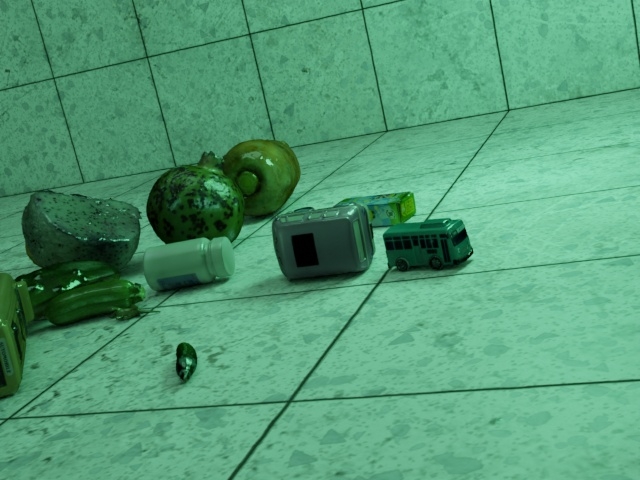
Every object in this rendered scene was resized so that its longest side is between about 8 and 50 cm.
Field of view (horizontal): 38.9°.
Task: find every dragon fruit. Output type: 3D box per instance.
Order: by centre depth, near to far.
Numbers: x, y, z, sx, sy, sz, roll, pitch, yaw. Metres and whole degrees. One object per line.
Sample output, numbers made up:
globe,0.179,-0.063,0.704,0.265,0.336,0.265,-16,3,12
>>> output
dragon fruit,-0.596,0.017,2.273,0.283,0.204,0.221,5,32,-32

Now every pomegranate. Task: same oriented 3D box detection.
pomegranate,-0.309,-0.093,2.309,0.254,0.270,0.254,23,0,0

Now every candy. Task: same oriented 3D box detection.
candy,0.127,-0.073,2.223,0.194,0.062,0.097,-4,17,31

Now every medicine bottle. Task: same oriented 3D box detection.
medicine bottle,-0.292,0.050,2.022,0.187,0.102,0.103,-10,14,11

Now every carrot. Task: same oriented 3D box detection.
carrot,-0.173,-0.188,2.648,0.224,0.224,0.341,-10,8,13

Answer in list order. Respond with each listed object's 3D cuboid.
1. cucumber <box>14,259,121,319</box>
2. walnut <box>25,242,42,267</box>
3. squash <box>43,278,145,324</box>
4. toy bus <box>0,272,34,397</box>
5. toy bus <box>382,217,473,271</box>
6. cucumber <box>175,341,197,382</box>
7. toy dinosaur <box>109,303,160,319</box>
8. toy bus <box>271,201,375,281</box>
cucumber,-0.594,0.099,2.051,0.325,0.105,0.145,-23,-16,-48
walnut,-0.727,0.000,2.519,0.159,0.159,0.206,-9,15,15
squash,-0.485,0.130,1.945,0.219,0.068,0.077,-12,33,0
toy bus,-0.653,0.178,1.703,0.202,0.177,0.365,-12,17,-13
toy bus,0.209,0.005,1.771,0.160,0.091,0.079,-3,18,35
cucumber,-0.222,0.199,1.506,0.037,0.037,0.155,-14,14,-6
toy dinosaur,-0.389,0.148,1.891,0.120,0.029,0.060,-9,-3,6
toy bus,0.000,0.000,1.878,0.202,0.142,0.142,-7,14,19
